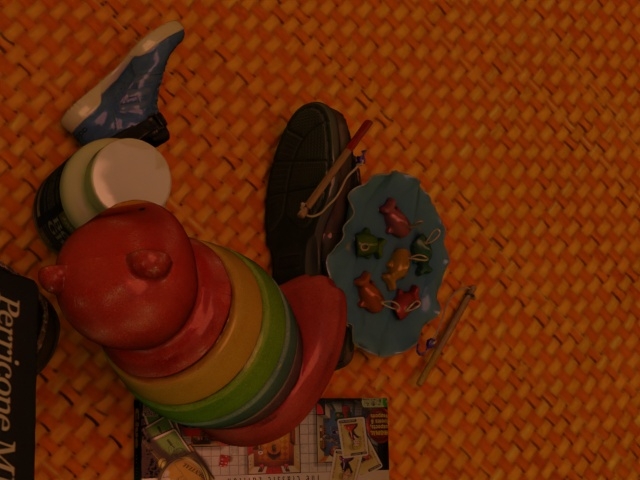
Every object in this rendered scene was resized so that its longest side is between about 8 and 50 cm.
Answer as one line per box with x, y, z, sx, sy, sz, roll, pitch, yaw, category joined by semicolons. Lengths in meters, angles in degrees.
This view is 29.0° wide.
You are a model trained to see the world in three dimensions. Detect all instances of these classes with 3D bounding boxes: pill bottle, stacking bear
-0.190;-0.037;1.088;0.094;0.169;0.094;5;78;-25;pill bottle
-0.113;0.061;1.019;0.289;0.175;0.164;45;46;-58;stacking bear

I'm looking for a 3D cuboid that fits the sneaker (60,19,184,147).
-0.165;-0.135;1.176;0.084;0.058;0.152;45;71;-6;sneaker

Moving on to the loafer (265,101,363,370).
0.000;0.000;1.230;0.084;0.096;0.267;9;84;-44;loafer

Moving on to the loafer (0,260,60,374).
-0.384;0.030;1.008;0.366;0.130;0.133;23;73;-20;loafer

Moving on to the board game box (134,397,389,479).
-0.052;0.220;1.193;0.260;0.030;0.136;2;83;-25;board game box

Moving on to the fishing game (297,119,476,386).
0.075;0.023;1.221;0.189;0.041;0.264;-53;128;-31;fishing game

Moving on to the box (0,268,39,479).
-0.435;0.196;0.699;0.472;0.297;0.479;32;42;-46;box
